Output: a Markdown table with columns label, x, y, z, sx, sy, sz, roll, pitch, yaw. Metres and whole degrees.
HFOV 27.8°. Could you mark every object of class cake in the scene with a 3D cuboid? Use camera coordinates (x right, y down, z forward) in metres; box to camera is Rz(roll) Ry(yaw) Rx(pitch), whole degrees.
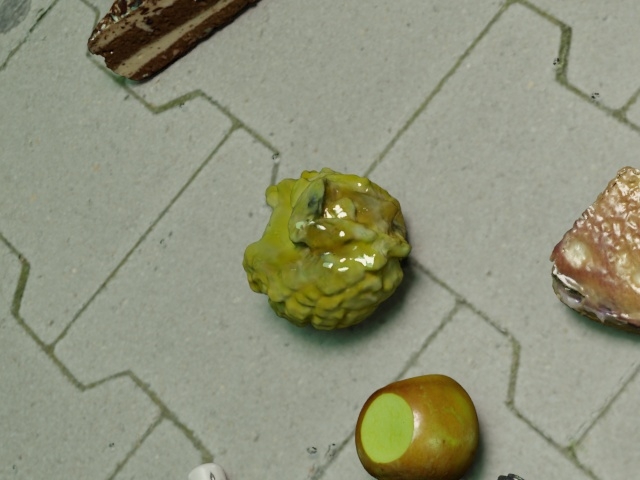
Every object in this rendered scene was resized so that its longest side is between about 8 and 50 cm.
| label | x | y | z | sx | sy | sz | roll | pitch | yaw |
| --- | --- | --- | --- | --- | --- | --- | --- | --- | --- |
| cake | -0.167 | -0.310 | 1.518 | 0.246 | 0.112 | 0.135 | -34 | 55 | 14 |

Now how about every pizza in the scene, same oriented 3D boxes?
| label | x | y | z | sx | sy | sz | roll | pitch | yaw |
| --- | --- | --- | --- | --- | --- | --- | --- | --- | --- |
| pizza | 0.348 | 0.006 | 1.129 | 0.306 | 0.086 | 0.161 | -9 | 87 | 26 |

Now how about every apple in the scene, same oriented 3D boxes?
| label | x | y | z | sx | sy | sz | roll | pitch | yaw |
| --- | --- | --- | --- | --- | --- | --- | --- | --- | --- |
| apple | 0.089 | 0.173 | 1.179 | 0.114 | 0.099 | 0.101 | -12 | 69 | 41 |

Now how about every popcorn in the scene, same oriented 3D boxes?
| label | x | y | z | sx | sy | sz | roll | pitch | yaw |
| --- | --- | --- | --- | --- | --- | --- | --- | --- | --- |
| popcorn | 0.006 | 0.002 | 1.284 | 0.174 | 0.142 | 0.173 | -6 | 82 | 46 |

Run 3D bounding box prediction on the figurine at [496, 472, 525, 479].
| label | x | y | z | sx | sy | sz | roll | pitch | yaw |
| --- | --- | --- | --- | --- | --- | --- | --- | --- | --- |
| figurine | 0.146 | 0.280 | 1.124 | 0.087 | 0.086 | 0.149 | 34 | 70 | -6 |

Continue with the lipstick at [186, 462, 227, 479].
| label | x | y | z | sx | sy | sz | roll | pitch | yaw |
| --- | --- | --- | --- | --- | --- | --- | --- | --- | --- |
| lipstick | -0.096 | 0.285 | 1.259 | 0.040 | 0.040 | 0.141 | -29 | 58 | 13 |
